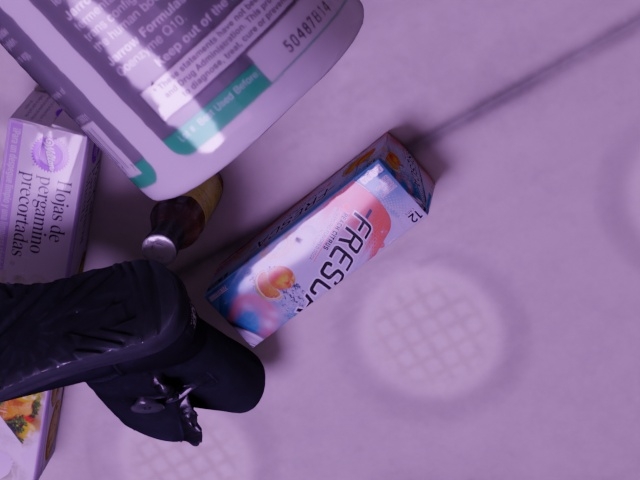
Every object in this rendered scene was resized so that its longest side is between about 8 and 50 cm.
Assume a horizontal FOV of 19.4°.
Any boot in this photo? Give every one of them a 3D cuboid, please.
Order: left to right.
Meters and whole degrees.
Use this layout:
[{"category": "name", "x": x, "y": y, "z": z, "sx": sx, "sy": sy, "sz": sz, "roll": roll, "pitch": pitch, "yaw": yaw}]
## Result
[{"category": "boot", "x": -0.181, "y": 0.100, "z": 1.405, "sx": 0.246, "sy": 0.094, "sz": 0.207, "roll": -13, "pitch": 153, "yaw": 11}]

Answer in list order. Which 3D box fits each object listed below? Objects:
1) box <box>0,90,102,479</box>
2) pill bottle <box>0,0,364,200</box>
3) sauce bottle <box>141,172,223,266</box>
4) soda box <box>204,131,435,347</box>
[{"category": "box", "x": -0.226, "y": 0.045, "z": 1.471, "sx": 0.063, "sy": 0.067, "sz": 0.324, "roll": 14, "pitch": 115, "yaw": 2}, {"category": "pill bottle", "x": -0.158, "y": -0.219, "z": 1.262, "sx": 0.204, "sy": 0.204, "sz": 0.361, "roll": -37, "pitch": 104, "yaw": 23}, {"category": "sauce bottle", "x": -0.103, "y": -0.019, "z": 1.385, "sx": 0.042, "sy": 0.128, "sz": 0.042, "roll": 3, "pitch": 113, "yaw": 8}, {"category": "soda box", "x": 0.000, "y": 0.000, "z": 1.411, "sx": 0.183, "sy": 0.063, "sz": 0.058, "roll": -38, "pitch": 103, "yaw": 23}]
